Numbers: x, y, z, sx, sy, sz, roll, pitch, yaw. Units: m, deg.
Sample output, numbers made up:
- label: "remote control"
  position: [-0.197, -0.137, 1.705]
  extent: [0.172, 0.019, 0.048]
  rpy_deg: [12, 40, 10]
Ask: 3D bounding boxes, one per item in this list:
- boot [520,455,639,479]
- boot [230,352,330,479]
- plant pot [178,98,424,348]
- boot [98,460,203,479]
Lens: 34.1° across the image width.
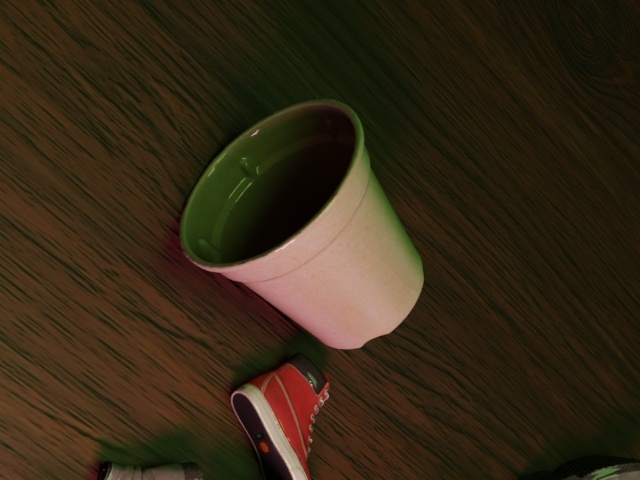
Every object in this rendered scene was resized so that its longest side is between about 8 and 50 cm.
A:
- label: "boot"
  position: [0.539, 0.566, 2.113]
  extent: [0.338, 0.118, 0.223]
  rpy_deg: [-6, 89, -28]
- label: "boot"
  position: [-0.024, 0.315, 1.709]
  extent: [0.176, 0.088, 0.244]
  rpy_deg: [-27, 96, -40]
- label: "plant pot"
  position: [0.000, 0.000, 1.660]
  extent: [0.305, 0.333, 0.334]
  rpy_deg: [48, 56, -36]
- label: "boot"
  position: [-0.256, 0.442, 1.519]
  extent: [0.161, 0.083, 0.247]
  rpy_deg: [2, 81, -26]
